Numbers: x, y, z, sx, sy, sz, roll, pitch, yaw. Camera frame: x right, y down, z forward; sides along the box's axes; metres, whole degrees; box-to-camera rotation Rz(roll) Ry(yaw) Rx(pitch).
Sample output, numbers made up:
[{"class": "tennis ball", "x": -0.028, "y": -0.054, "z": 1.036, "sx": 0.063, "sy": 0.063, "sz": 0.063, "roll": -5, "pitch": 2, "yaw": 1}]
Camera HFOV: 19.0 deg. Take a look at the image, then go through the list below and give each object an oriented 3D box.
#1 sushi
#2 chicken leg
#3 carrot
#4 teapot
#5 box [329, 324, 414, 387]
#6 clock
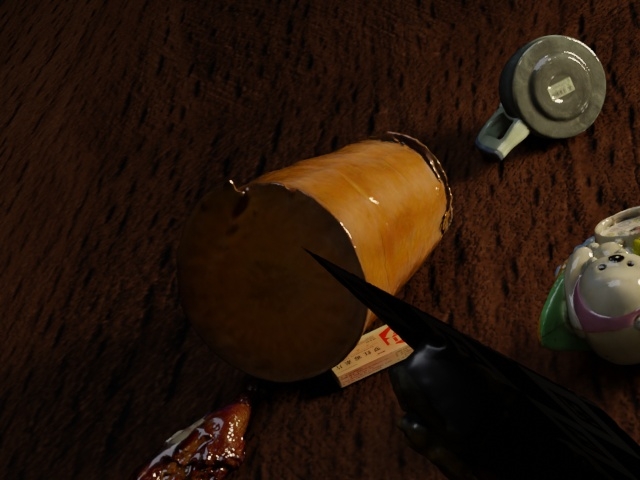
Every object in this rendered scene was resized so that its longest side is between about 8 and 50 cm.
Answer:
[{"class": "sushi", "x": 0.153, "y": 0.167, "z": 1.191, "sx": 0.064, "sy": 0.343, "sz": 0.359, "roll": -51, "pitch": 29, "yaw": -7}, {"class": "chicken leg", "x": -0.107, "y": 0.183, "z": 1.680, "sx": 0.205, "sy": 0.053, "sz": 0.093, "roll": -30, "pitch": 10, "yaw": -31}, {"class": "carrot", "x": 0.000, "y": 0.000, "z": 1.810, "sx": 0.196, "sy": 0.196, "sz": 0.254, "roll": -8, "pitch": 15, "yaw": 26}, {"class": "teapot", "x": 0.238, "y": -0.148, "z": 2.084, "sx": 0.111, "sy": 0.149, "sz": 0.108, "roll": 14, "pitch": 0, "yaw": -15}, {"class": "box", "x": 0.050, "y": 0.102, "z": 1.762, "sx": 0.093, "sy": 0.015, "sz": 0.058, "roll": -24, "pitch": 22, "yaw": -7}, {"class": "clock", "x": 0.283, "y": 0.036, "z": 1.609, "sx": 0.231, "sy": 0.103, "sz": 0.144, "roll": -25, "pitch": 15, "yaw": -13}]
